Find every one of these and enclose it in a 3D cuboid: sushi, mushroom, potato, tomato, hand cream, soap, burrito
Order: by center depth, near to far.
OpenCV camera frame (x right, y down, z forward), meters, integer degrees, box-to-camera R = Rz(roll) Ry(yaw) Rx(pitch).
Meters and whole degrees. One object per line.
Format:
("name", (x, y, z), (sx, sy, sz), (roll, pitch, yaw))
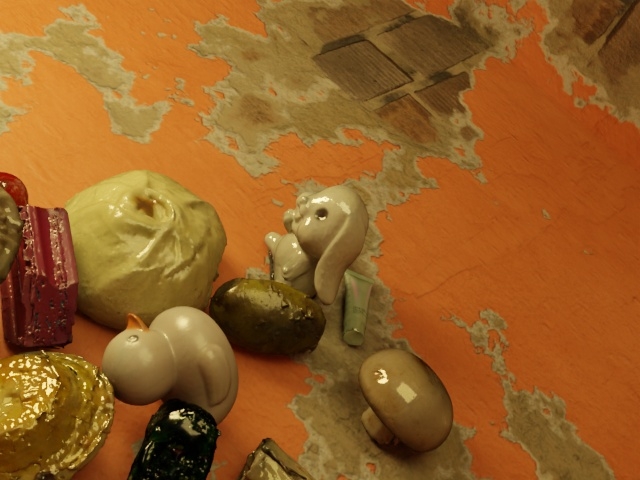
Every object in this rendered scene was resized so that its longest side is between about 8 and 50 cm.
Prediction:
("sushi", (-0.242, 0.374, 1.401), (0.124, 0.127, 0.225), (24, 86, -9))
("burrito", (-0.003, 0.485, 1.498), (0.331, 0.190, 0.135), (34, 78, 6))
("soap", (-0.511, 0.080, 1.552), (0.099, 0.162, 0.250), (9, 55, -40))
("tomato", (-0.637, -0.085, 1.694), (0.139, 0.091, 0.159), (3, 48, -29))
("mushroom", (0.160, 0.322, 1.735), (0.226, 0.178, 0.226), (49, 17, -20))
("potato", (-0.108, 0.154, 1.748), (0.251, 0.113, 0.149), (20, 88, -20))
("hand cream", (0.081, 0.144, 1.931), (0.078, 0.050, 0.205), (21, 40, -12))

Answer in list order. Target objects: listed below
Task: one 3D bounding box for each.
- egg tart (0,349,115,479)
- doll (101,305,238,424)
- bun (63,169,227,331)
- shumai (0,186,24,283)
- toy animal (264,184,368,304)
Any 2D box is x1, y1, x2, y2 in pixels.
("egg tart", (-0.478, 0.272, 1.379), (0.294, 0.116, 0.295), (-2, 48, 2))
("doll", (-0.268, 0.234, 1.518), (0.221, 0.221, 0.251), (-30, 103, -44))
("bun", (-0.344, -0.004, 1.709), (0.364, 0.202, 0.364), (15, 44, -15))
("shumai", (-0.703, -0.002, 1.462), (0.314, 0.262, 0.267), (14, 70, -42))
("toy animal", (-0.005, 0.019, 1.854), (0.174, 0.289, 0.249), (13, 66, -22))
